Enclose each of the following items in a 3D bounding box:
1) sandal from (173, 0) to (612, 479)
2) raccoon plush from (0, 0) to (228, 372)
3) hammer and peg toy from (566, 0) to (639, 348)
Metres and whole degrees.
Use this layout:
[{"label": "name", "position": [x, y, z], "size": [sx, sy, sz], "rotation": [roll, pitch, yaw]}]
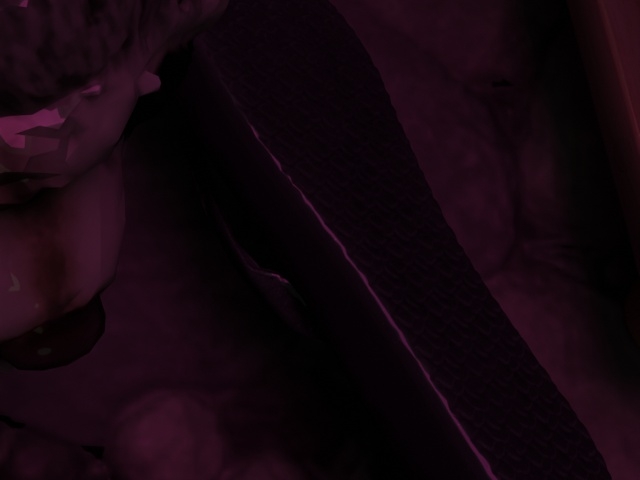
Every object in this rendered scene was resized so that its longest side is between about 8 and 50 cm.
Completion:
[{"label": "sandal", "position": [0.000, 0.000, 0.588], "size": [0.097, 0.054, 0.254], "rotation": [-1, 57, -55]}, {"label": "raccoon plush", "position": [-0.194, -0.148, 0.443], "size": [0.446, 0.299, 0.216], "rotation": [46, 61, -1]}, {"label": "hammer and peg toy", "position": [0.191, -0.133, 0.694], "size": [0.266, 0.127, 0.361], "rotation": [-7, 73, -22]}]
